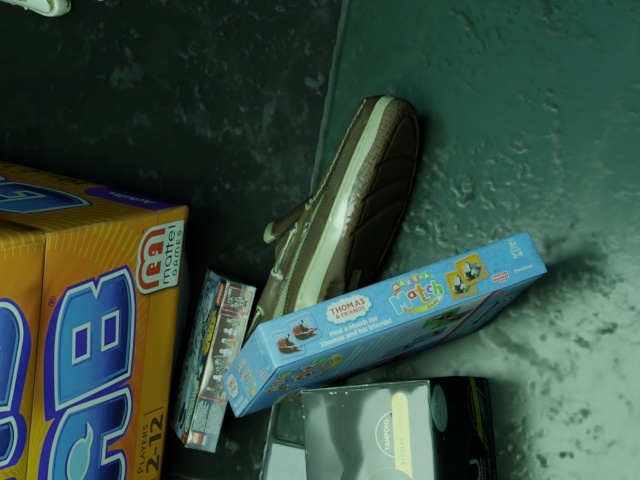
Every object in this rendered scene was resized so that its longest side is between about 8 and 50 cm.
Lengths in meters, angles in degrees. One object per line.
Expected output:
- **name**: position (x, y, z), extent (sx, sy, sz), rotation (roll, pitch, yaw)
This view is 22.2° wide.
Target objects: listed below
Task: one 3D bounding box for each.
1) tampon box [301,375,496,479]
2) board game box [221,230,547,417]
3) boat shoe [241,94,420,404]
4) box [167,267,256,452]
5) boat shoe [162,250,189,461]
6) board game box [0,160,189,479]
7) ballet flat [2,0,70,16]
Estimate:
- **tampon box**: position (0.063, 0.165, 1.229), extent (0.102, 0.161, 0.120), rotation (-6, 85, 20)
- **board game box**: position (0.042, 0.064, 1.194), extent (0.212, 0.160, 0.039), rotation (-19, 77, -19)
- **boat shoe**: position (-0.004, 0.000, 1.302), extent (0.095, 0.095, 0.257), rotation (21, 95, 26)
- **box**: position (-0.089, 0.095, 1.328), extent (0.027, 0.094, 0.137), rotation (14, 93, -14)
- **boat shoe**: position (-0.164, 0.102, 1.367), extent (0.076, 0.080, 0.228), rotation (9, 97, 19)
- **board game box**: position (-0.358, 0.128, 1.229), extent (0.357, 0.356, 0.356), rotation (13, 104, 28)
- **ballet flat**: position (-0.218, -0.237, 1.409), extent (0.231, 0.077, 0.077), rotation (-18, 97, 17)
